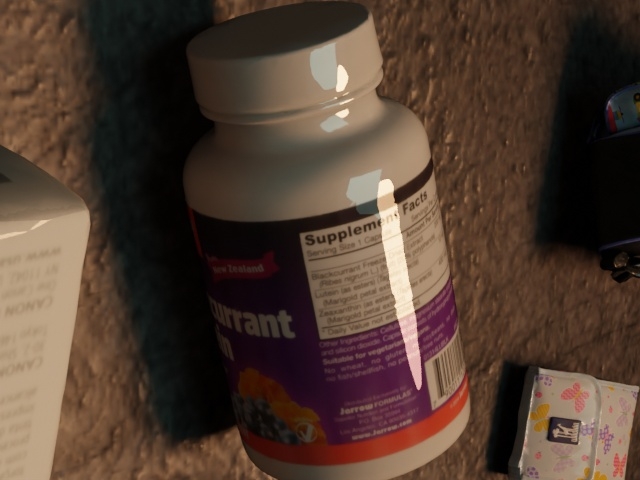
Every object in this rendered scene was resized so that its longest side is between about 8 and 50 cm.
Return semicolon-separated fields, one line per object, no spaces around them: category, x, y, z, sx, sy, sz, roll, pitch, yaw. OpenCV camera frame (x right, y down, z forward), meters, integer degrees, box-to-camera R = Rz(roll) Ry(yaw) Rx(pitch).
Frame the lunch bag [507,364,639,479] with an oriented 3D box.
lunch bag;0.147;0.114;0.931;0.083;0.053;0.071;16;82;-42

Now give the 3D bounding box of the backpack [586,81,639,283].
backpack;0.254;-0.031;0.962;0.173;0.158;0.117;20;62;-64

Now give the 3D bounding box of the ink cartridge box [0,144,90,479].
ink cartridge box;-0.235;0.167;0.470;0.308;0.091;0.385;-13;123;-50

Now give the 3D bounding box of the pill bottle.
pill bottle;0.000;0.000;0.683;0.108;0.108;0.194;-33;120;-43
